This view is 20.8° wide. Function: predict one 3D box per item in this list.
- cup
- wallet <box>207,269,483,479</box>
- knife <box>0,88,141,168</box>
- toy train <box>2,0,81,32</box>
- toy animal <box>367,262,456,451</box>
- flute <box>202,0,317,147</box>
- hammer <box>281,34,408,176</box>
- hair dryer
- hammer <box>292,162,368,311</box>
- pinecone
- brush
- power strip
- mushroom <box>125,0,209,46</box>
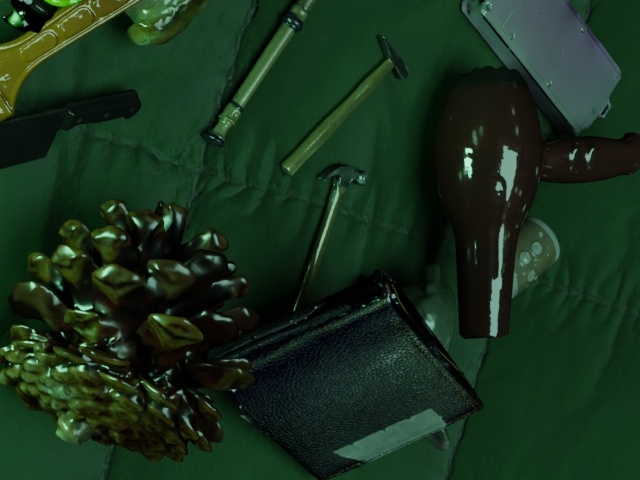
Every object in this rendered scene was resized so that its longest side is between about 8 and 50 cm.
[{"bbox_3d":[0.228,0.010,2.119,0.099,0.074,0.102,-36,92,-31],"label":"cup"},{"bbox_3d":[0.031,0.152,1.910,0.221,0.071,0.262,-28,133,13],"label":"wallet"},{"bbox_3d":[-0.274,-0.100,1.670,0.245,0.019,0.072,-18,151,-43],"label":"knife"},{"bbox_3d":[-0.224,-0.333,1.544,0.160,0.100,0.296,32,92,-20],"label":"toy train"},{"bbox_3d":[0.101,0.147,2.014,0.108,0.138,0.236,-1,114,-2],"label":"toy animal"},{"bbox_3d":[-0.052,-0.198,1.847,0.027,0.027,0.233,43,73,-39],"label":"flute"},{"bbox_3d":[0.023,-0.145,1.933,0.199,0.013,0.062,-47,127,-22],"label":"hammer"},{"bbox_3d":[0.290,-0.048,2.067,0.340,0.123,0.313,-3,91,-30],"label":"hair dryer"},{"bbox_3d":[0.000,0.000,1.951,0.062,0.017,0.182,20,89,-41],"label":"hammer"},{"bbox_3d":[-0.180,0.077,1.674,0.264,0.264,0.264,-12,109,-38],"label":"pinecone"},{"bbox_3d":[-0.249,-0.191,1.627,0.314,0.017,0.090,-35,123,-8],"label":"brush"},{"bbox_3d":[0.271,-0.239,2.102,0.279,0.037,0.109,45,73,-39],"label":"power strip"},{"bbox_3d":[-0.198,-0.331,1.656,0.100,0.081,0.312,-39,119,-28],"label":"mushroom"}]
